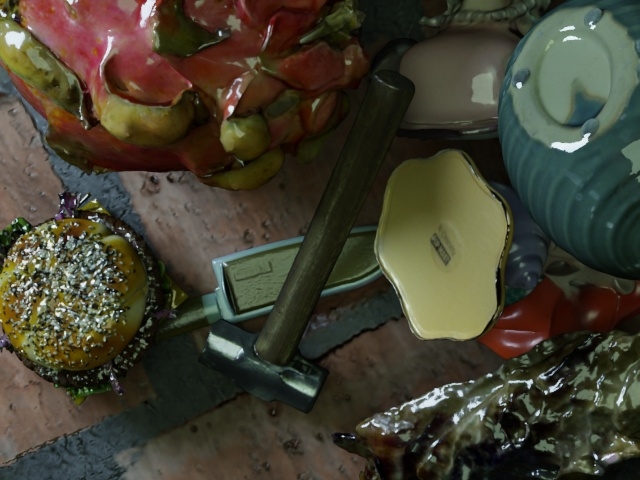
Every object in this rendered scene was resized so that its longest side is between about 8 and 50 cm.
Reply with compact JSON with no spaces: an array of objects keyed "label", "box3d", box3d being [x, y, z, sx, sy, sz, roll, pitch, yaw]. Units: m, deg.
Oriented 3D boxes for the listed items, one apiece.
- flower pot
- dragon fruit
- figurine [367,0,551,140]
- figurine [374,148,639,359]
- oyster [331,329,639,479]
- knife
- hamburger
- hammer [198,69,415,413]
[{"label":"flower pot","box3d":[0.227,-0.081,1.457,0.189,0.243,0.157,-39,130,20]},{"label":"dragon fruit","box3d":[-0.099,-0.159,1.576,0.296,0.314,0.263,-46,55,3]},{"label":"figurine","box3d":[0.143,-0.259,1.630,0.253,0.211,0.361,0,90,15]},{"label":"figurine","box3d":[0.185,0.013,1.641,0.257,0.181,0.208,2,96,-37]},{"label":"oyster","box3d":[0.189,0.193,1.619,0.361,0.221,0.096,-25,44,27]},{"label":"knife","box3d":[-0.078,0.043,1.758,0.343,0.027,0.061,-16,85,7]},{"label":"hamburger","box3d":[-0.219,0.045,1.729,0.189,0.093,0.164,33,87,21]},{"label":"hammer","box3d":[0.000,0.000,1.636,0.111,0.043,0.365,25,130,1]}]
